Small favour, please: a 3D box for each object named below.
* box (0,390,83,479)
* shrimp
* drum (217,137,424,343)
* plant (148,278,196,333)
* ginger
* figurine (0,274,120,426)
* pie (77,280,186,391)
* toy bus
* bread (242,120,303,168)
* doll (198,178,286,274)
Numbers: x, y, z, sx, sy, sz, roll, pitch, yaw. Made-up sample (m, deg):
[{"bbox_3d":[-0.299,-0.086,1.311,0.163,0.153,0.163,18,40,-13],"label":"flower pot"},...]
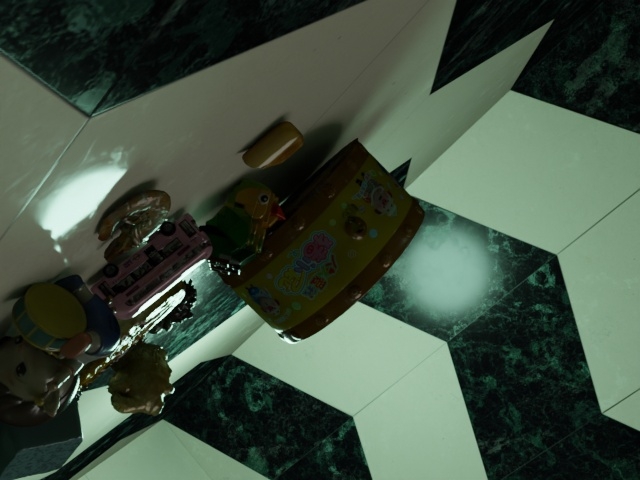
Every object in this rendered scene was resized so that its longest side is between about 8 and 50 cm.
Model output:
[{"bbox_3d":[-0.572,0.382,1.453,0.162,0.130,0.227,-2,149,-40],"label":"box"},{"bbox_3d":[-0.273,-0.015,1.030,0.162,0.045,0.095,-42,173,26],"label":"shrimp"},{"bbox_3d":[0.000,0.000,1.546,0.431,0.214,0.431,-44,-173,7],"label":"drum"},{"bbox_3d":[-0.336,0.155,1.632,0.174,0.087,0.085,-40,-161,30],"label":"plant"},{"bbox_3d":[-0.419,0.305,1.692,0.157,0.216,0.102,7,138,-25],"label":"ginger"},{"bbox_3d":[-0.419,0.178,1.070,0.158,0.161,0.275,28,115,-38],"label":"figurine"},{"bbox_3d":[-0.384,0.169,1.416,0.315,0.092,0.315,-43,178,-2],"label":"pie"},{"bbox_3d":[-0.274,0.044,1.202,0.203,0.090,0.063,-40,172,-13],"label":"toy bus"},{"bbox_3d":[-0.079,-0.151,1.207,0.103,0.049,0.062,-40,165,-2],"label":"bread"},{"bbox_3d":[-0.154,-0.026,1.309,0.186,0.134,0.106,-46,171,-15],"label":"doll"}]
